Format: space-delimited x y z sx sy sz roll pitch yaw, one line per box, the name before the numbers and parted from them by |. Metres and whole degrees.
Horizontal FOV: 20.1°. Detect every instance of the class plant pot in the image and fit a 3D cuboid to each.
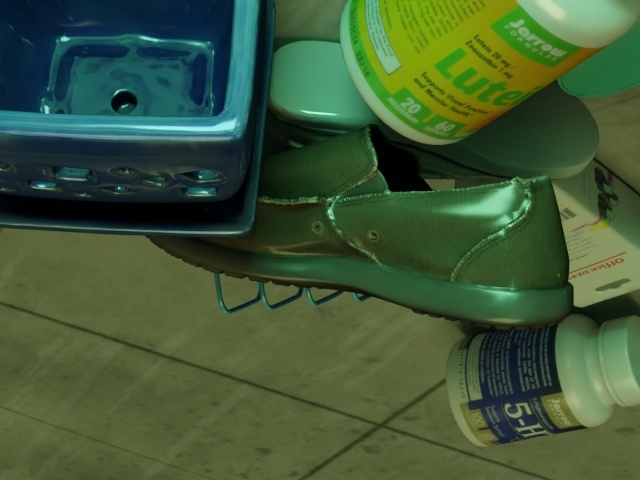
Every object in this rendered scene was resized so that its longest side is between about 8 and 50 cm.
plant pot | -0.147 -0.129 1.288 0.236 0.236 0.212 1 155 6

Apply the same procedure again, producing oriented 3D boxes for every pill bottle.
pill bottle | 0.227 0.131 1.752 0.187 0.112 0.112 -15 143 29
pill bottle | 0.137 -0.175 1.246 0.136 0.136 0.246 25 143 -28

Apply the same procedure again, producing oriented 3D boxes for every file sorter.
file sorter | 0.000 0.000 1.535 0.170 0.104 0.118 -6 -176 18

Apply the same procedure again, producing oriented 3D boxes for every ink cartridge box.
ink cartridge box | 0.211 -0.016 1.562 0.104 0.061 0.181 -22 139 37

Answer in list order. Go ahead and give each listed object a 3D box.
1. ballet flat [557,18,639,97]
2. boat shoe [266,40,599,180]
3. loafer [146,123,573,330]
ballet flat | 0.253 -0.180 1.278 0.077 0.077 0.231 24 145 -24
boat shoe | 0.083 -0.088 1.439 0.267 0.096 0.088 7 152 0
loafer | 0.025 -0.028 1.390 0.366 0.130 0.134 11 -172 19
